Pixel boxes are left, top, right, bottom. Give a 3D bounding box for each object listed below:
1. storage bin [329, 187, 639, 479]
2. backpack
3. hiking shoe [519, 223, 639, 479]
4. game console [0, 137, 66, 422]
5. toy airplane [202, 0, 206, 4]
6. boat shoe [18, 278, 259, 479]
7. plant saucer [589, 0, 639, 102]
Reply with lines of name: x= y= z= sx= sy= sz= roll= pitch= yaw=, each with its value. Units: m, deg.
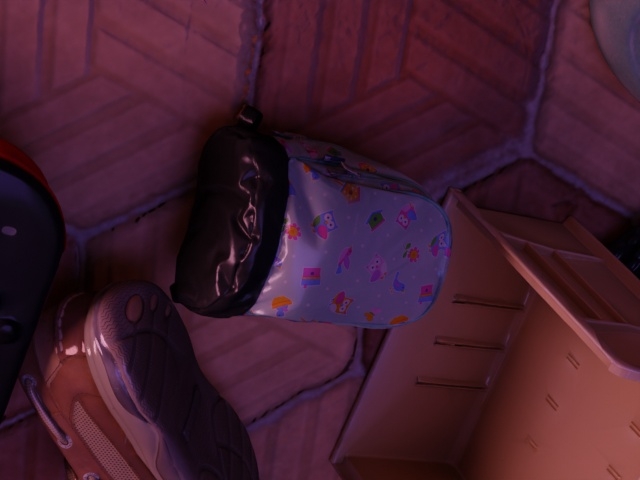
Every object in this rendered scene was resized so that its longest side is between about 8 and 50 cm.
storage bin: x=0.153 y=0.144 z=1.210 sx=0.123 sy=0.260 sz=0.262 roll=9 pitch=116 yaw=-31
backpack: x=0.000 y=0.000 z=1.142 sx=0.182 sy=0.115 sz=0.152 roll=8 pitch=107 yaw=-34
hiking shoe: x=0.244 y=0.119 z=1.342 sx=0.304 sy=0.113 sz=0.132 roll=-68 pitch=160 yaw=9
game console: x=-0.385 y=0.054 z=1.037 sx=0.386 sy=0.060 sz=0.342 roll=14 pitch=113 yaw=-21
toy airplane: x=-0.116 y=-0.210 z=1.023 sx=0.151 sy=0.028 sz=0.151 roll=-10 pitch=124 yaw=-15
boat shoe: x=-0.131 y=0.161 z=1.205 sx=0.116 sy=0.123 sz=0.324 roll=-7 pitch=125 yaw=19
plant saucer: x=0.271 y=-0.138 z=1.133 sx=0.037 sy=0.195 sz=0.195 roll=-49 pitch=136 yaw=-36
